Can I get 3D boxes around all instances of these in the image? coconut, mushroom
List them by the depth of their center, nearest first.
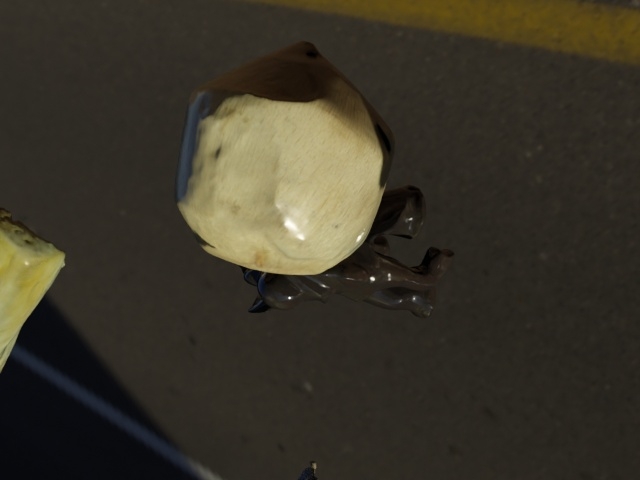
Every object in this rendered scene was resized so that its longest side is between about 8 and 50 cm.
[{"bbox_3d":[-0.265,0.075,1.004,0.087,0.107,0.333,38,129,-7],"label":"mushroom"},{"bbox_3d":[-0.033,-0.081,1.338,0.224,0.224,0.224,39,146,33],"label":"coconut"}]

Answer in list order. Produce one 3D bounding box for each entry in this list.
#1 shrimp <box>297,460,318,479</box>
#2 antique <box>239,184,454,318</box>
[{"bbox_3d":[0.004,0.269,1.247,0.223,0.126,0.047,95,160,-46],"label":"shrimp"},{"bbox_3d":[0.000,0.000,1.838,0.322,0.255,0.185,35,118,56],"label":"antique"}]
